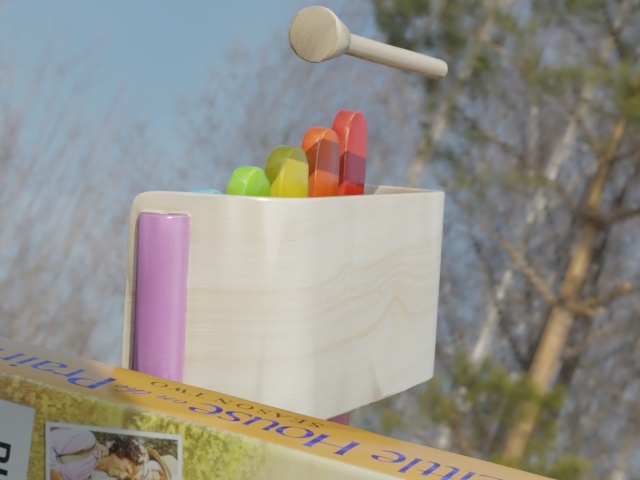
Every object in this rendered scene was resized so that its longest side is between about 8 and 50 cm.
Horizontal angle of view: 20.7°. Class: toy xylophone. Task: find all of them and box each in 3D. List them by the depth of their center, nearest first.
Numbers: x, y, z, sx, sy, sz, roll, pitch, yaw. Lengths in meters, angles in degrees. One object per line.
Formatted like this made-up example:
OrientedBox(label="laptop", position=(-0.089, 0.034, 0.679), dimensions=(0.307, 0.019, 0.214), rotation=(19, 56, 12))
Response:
OrientedBox(label="toy xylophone", position=(0.000, 0.000, 0.971), dimensions=(0.081, 0.236, 0.322), rotation=(5, -4, 21))

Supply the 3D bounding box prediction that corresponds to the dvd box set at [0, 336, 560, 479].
OrientedBox(label="dvd box set", position=(-0.043, 0.220, 0.752), dimensions=(0.420, 0.308, 0.062), rotation=(12, 11, 20))
